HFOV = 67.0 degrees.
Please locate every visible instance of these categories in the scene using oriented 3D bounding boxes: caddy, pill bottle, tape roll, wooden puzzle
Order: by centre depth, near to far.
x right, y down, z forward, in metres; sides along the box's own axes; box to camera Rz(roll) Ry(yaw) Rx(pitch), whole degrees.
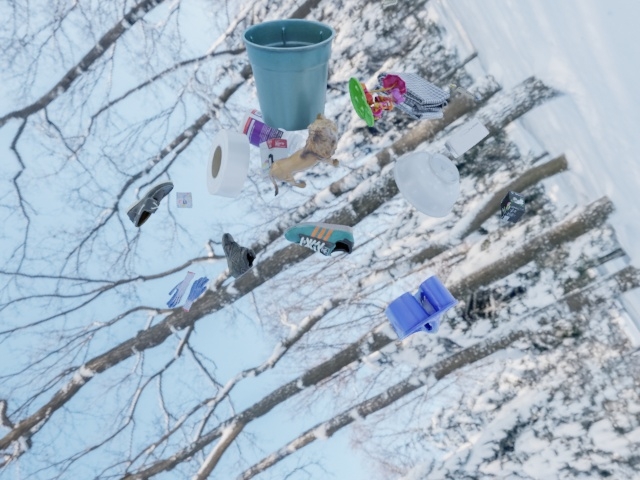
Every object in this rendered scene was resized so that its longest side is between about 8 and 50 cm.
[{"bbox_3d":[0.532,-0.542,1.776,0.116,0.014,0.078,34,-149,12],"label":"wooden puzzle"},{"bbox_3d":[0.385,0.276,1.830,0.179,0.241,0.341,56,171,16],"label":"caddy"},{"bbox_3d":[-0.396,-0.326,2.052,0.100,0.286,0.286,7,-133,-28],"label":"tape roll"},{"bbox_3d":[-0.266,-0.568,2.594,0.323,0.181,0.181,24,-156,1],"label":"pill bottle"}]

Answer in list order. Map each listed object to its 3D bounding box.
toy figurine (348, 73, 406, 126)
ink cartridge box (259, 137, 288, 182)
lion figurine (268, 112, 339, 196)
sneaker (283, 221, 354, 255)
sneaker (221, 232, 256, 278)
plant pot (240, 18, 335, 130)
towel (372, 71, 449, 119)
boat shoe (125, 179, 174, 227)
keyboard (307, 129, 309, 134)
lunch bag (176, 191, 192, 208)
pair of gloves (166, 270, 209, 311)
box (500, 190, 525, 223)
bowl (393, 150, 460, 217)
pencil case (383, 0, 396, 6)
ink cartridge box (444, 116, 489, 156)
[{"bbox_3d":[0.192,-0.439,1.465,0.130,0.159,0.173,84,163,-61],"label":"toy figurine"},{"bbox_3d":[-0.201,-0.346,2.115,0.072,0.127,0.175,-4,-91,-36],"label":"ink cartridge box"},{"bbox_3d":[-0.076,-0.308,1.860,0.142,0.392,0.240,56,-166,17],"label":"lion figurine"},{"bbox_3d":[0.000,0.000,2.010,0.302,0.108,0.121,1,-123,-14],"label":"sneaker"},{"bbox_3d":[-0.345,0.044,2.069,0.087,0.130,0.227,46,-164,-53],"label":"sneaker"},{"bbox_3d":[-0.111,-0.622,1.844,0.341,0.341,0.334,-96,3,-50],"label":"plant pot"},{"bbox_3d":[0.410,-0.653,2.150,0.284,0.121,0.235,41,-143,25],"label":"towel"},{"bbox_3d":[-0.622,-0.138,1.796,0.079,0.233,0.084,58,-162,15],"label":"boat shoe"},{"bbox_3d":[-0.010,-0.449,2.157,0.014,0.072,0.256,50,-164,-39],"label":"keyboard"},{"bbox_3d":[-0.613,-0.178,2.174,0.071,0.053,0.083,0,-132,-18],"label":"lunch bag"},{"bbox_3d":[-0.502,0.195,1.835,0.023,0.159,0.198,29,175,21],"label":"pair of gloves"},{"bbox_3d":[0.624,-0.109,1.570,0.052,0.062,0.083,17,-130,-2],"label":"box"},{"bbox_3d":[0.444,-0.246,1.892,0.298,0.134,0.297,17,-128,-24],"label":"bowl"},{"bbox_3d":[0.177,-0.858,1.289,0.410,0.160,0.183,55,-136,-49],"label":"pencil case"},{"bbox_3d":[0.588,-0.413,1.960,0.086,0.148,0.203,52,-165,1],"label":"ink cartridge box"}]
